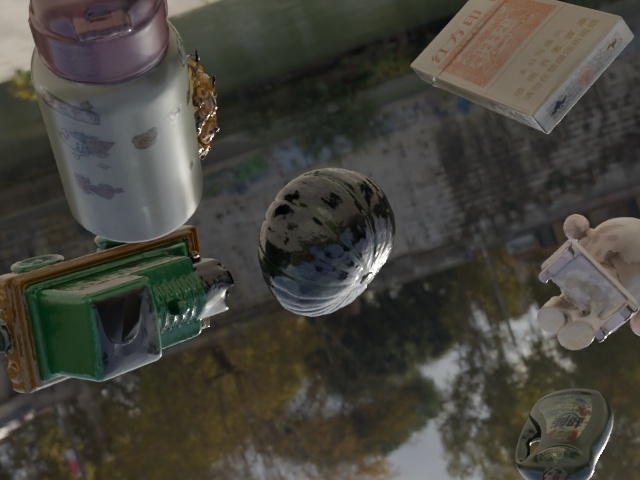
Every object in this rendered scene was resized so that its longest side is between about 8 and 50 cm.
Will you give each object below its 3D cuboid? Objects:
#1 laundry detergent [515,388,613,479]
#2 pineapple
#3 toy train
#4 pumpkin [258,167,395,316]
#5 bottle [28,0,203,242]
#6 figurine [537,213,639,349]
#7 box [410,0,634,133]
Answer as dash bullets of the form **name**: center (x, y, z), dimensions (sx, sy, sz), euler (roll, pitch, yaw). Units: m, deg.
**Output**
- **laundry detergent**: center (0.362, 0.322, 1.727), dimensions (0.144, 0.078, 0.221), euler (-11, -152, 34)
- **pineapple**: center (-0.220, -0.196, 1.745), dimensions (0.076, 0.224, 0.225), euler (-3, 173, -42)
- **toy train**: center (-0.288, 0.093, 1.642), dimensions (0.249, 0.178, 0.429), euler (3, -165, 43)
- **pumpkin**: center (0.000, 0.000, 1.787), dimensions (0.216, 0.250, 0.250), euler (23, -152, 30)
- **bottle**: center (-0.149, -0.108, 0.818), dimensions (0.110, 0.110, 0.233), euler (-20, 143, -14)
- **figurine**: center (0.409, 0.038, 1.588), dimensions (0.182, 0.144, 0.257), euler (32, -142, 22)
- **box**: center (0.311, -0.304, 1.824), dimensions (0.204, 0.051, 0.365), euler (-49, -147, -3)
